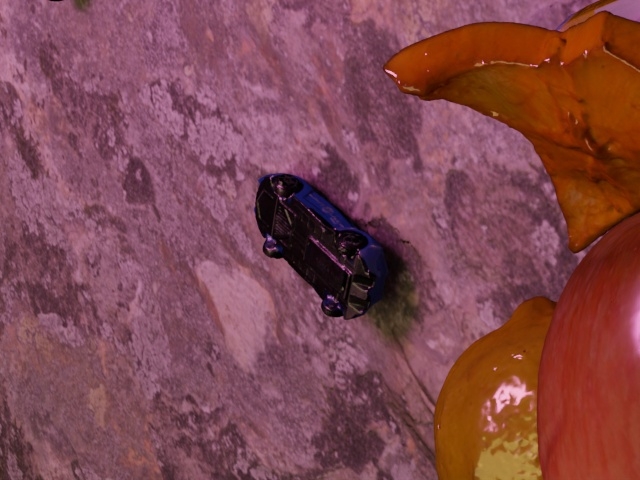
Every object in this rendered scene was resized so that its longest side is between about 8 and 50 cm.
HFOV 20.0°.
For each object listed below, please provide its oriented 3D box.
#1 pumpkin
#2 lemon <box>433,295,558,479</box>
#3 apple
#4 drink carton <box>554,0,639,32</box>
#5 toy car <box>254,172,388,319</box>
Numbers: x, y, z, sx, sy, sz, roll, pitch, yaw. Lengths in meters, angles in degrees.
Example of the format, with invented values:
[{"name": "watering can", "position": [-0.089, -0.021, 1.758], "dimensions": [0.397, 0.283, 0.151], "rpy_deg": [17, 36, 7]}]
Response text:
[{"name": "pumpkin", "position": [0.239, -0.095, 1.560], "dimensions": [0.290, 0.095, 0.258], "rpy_deg": [44, 151, -27]}, {"name": "lemon", "position": [0.228, 0.199, 1.666], "dimensions": [0.260, 0.260, 0.284], "rpy_deg": [13, 117, 49]}, {"name": "apple", "position": [0.352, 0.115, 1.362], "dimensions": [0.391, 0.391, 0.347], "rpy_deg": [-22, 81, 54]}, {"name": "drink carton", "position": [0.283, -0.184, 1.554], "dimensions": [0.200, 0.074, 0.084], "rpy_deg": [-19, 108, 53]}, {"name": "toy car", "position": [0.000, 0.000, 2.019], "dimensions": [0.216, 0.063, 0.103], "rpy_deg": [44, 136, 39]}]
